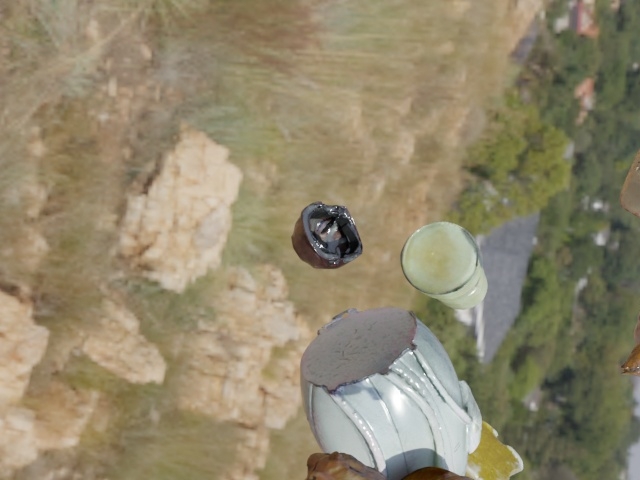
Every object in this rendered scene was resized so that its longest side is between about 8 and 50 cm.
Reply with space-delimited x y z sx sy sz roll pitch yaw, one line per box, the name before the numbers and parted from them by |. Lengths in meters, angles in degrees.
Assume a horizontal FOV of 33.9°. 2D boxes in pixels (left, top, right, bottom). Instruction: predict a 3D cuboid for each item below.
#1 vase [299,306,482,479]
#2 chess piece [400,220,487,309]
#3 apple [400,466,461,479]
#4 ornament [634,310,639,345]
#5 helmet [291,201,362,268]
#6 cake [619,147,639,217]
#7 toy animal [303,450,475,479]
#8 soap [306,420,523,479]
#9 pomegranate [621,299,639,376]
vase | 0.132 0.323 1.582 0.446 0.249 0.250 66 31 -26
chess piece | 0.314 0.083 2.509 0.330 0.182 0.182 43 55 -66
apple | 0.156 0.392 1.425 0.147 0.146 0.163 28 84 -39
ornament | 0.672 0.179 1.959 0.177 0.177 0.178 6 90 -72
helmet | 0.000 0.000 1.502 0.123 0.070 0.098 -2 64 -45
cake | 0.656 -0.118 1.922 0.262 0.159 0.158 -32 145 -60
toy animal | 0.105 0.287 1.075 0.312 0.097 0.158 11 43 -37
soap | 0.186 0.449 2.099 0.335 0.293 0.156 -40 -175 38
pomegranate | 0.460 0.092 1.172 0.207 0.207 0.207 6 90 -72
